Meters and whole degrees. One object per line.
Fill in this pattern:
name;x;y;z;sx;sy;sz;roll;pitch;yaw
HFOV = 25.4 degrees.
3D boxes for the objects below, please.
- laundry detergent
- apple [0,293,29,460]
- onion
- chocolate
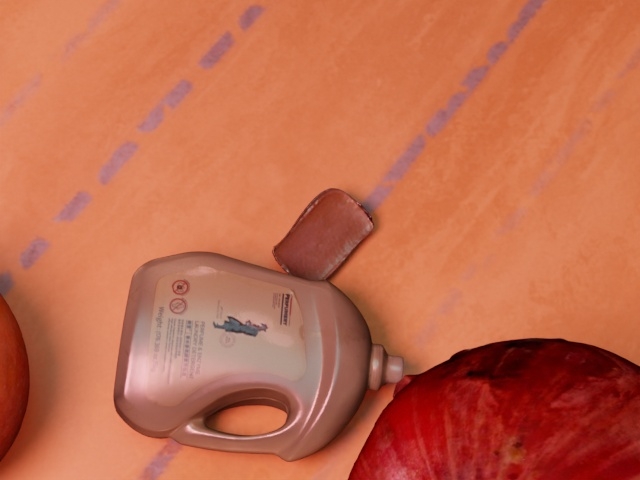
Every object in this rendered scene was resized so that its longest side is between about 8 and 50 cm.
laundry detergent;-0.052;0.107;1.288;0.253;0.091;0.181;7;67;0
apple;-0.378;0.115;1.199;0.253;0.253;0.254;1;66;-2
onion;0.164;0.233;1.115;0.341;0.341;0.341;1;66;-2
chocolate;0.000;0.000;1.371;0.064;0.031;0.101;41;73;-5
